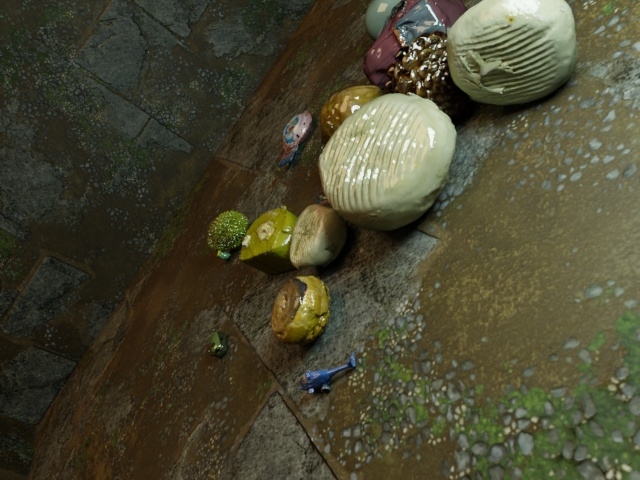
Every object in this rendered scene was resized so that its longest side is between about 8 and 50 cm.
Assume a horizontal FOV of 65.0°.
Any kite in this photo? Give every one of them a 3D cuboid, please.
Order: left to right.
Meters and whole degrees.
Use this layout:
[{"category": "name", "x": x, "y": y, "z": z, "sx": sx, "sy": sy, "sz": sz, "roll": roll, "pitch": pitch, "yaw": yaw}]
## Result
[{"category": "kite", "x": 0.031, "y": -0.149, "z": 1.635, "sx": 0.232, "sy": 0.009, "sz": 0.189, "roll": -61, "pitch": 28, "yaw": -8}]

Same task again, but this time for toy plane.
[{"category": "toy plane", "x": 0.014, "y": 0.303, "z": 1.135, "sx": 0.167, "sy": 0.062, "sz": 0.054, "roll": -30, "pitch": 36, "yaw": 24}]

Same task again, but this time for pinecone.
[{"category": "pinecone", "x": 0.288, "y": -0.417, "z": 1.288, "sx": 0.224, "sy": 0.224, "sz": 0.272, "roll": -54, "pitch": 20, "yaw": 5}]

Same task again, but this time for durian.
[{"category": "durian", "x": -0.377, "y": -0.037, "z": 2.020, "sx": 0.198, "sy": 0.146, "sz": 0.159, "roll": -42, "pitch": 29, "yaw": 20}]

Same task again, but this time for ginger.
[{"category": "ginger", "x": 0.116, "y": -0.363, "z": 1.531, "sx": 0.223, "sy": 0.200, "sz": 0.269, "roll": -5, "pitch": 8, "yaw": 20}]

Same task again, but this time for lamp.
[{"category": "lamp", "x": 0.247, "y": -0.747, "z": 1.762, "sx": 0.198, "sy": 0.198, "sz": 0.243, "roll": -7, "pitch": 77, "yaw": 55}]

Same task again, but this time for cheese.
[{"category": "cheese", "x": -0.107, "y": -0.424, "z": 2.076, "sx": 0.189, "sy": 0.074, "sz": 0.285, "roll": -21, "pitch": 45, "yaw": 50}]

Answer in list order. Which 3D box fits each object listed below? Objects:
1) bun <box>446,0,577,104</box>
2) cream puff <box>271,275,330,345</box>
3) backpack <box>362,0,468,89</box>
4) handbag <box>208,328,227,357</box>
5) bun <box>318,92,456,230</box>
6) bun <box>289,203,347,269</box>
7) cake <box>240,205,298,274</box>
[{"category": "bun", "x": 0.395, "y": -0.410, "z": 1.051, "sx": 0.273, "sy": 0.273, "sz": 0.168, "roll": -12, "pitch": 54, "yaw": 53}, {"category": "cream puff", "x": -0.042, "y": 0.178, "z": 1.280, "sx": 0.189, "sy": 0.130, "sz": 0.188, "roll": -41, "pitch": 37, "yaw": 41}, {"category": "backpack", "x": 0.267, "y": -0.579, "z": 1.487, "sx": 0.317, "sy": 0.197, "sz": 0.283, "roll": -32, "pitch": -2, "yaw": 43}, {"category": "handbag", "x": -0.342, "y": 0.342, "z": 1.671, "sx": 0.072, "sy": 0.047, "sz": 0.111, "roll": -46, "pitch": 32, "yaw": 17}, {"category": "bun", "x": 0.168, "y": -0.174, "z": 1.214, "sx": 0.362, "sy": 0.235, "sz": 0.325, "roll": -21, "pitch": 54, "yaw": 39}, {"category": "bun", "x": 0.000, "y": 0.000, "z": 1.410, "sx": 0.179, "sy": 0.128, "sz": 0.192, "roll": 7, "pitch": 78, "yaw": 60}, {"category": "cake", "x": -0.138, "y": -0.001, "z": 1.606, "sx": 0.261, "sy": 0.156, "sz": 0.179, "roll": -17, "pitch": 53, "yaw": 48}]
